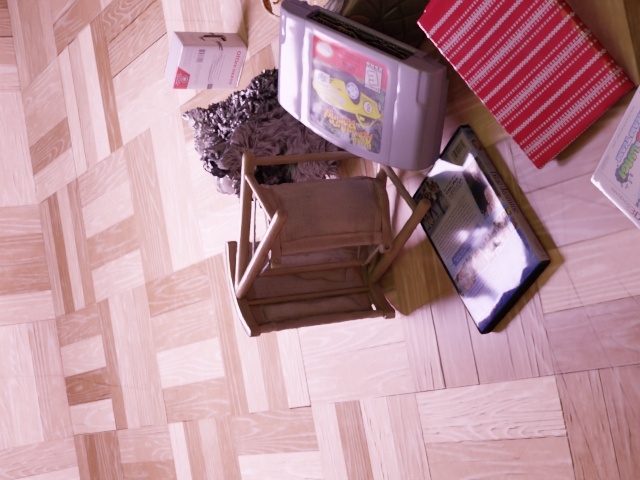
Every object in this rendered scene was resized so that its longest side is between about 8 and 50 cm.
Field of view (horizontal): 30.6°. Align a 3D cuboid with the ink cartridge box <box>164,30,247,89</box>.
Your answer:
[{"bbox_3d":[-0.221,-0.345,2.242,0.056,0.135,0.099,56,138,42],"label":"ink cartridge box"}]

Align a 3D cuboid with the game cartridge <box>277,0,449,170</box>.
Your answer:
[{"bbox_3d":[0.054,-0.224,1.742,0.294,0.060,0.196,29,140,29],"label":"game cartridge"}]

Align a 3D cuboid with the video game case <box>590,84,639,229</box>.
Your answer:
[{"bbox_3d":[0.402,-0.091,1.399,0.143,0.019,0.157,54,137,38],"label":"video game case"}]

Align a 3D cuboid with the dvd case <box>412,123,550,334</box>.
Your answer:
[{"bbox_3d":[0.224,-0.015,1.695,0.253,0.022,0.180,64,144,28],"label":"dvd case"}]

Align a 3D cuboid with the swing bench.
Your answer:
[{"bbox_3d":[0.000,0.000,1.817,0.165,0.253,0.255,-120,34,-42],"label":"swing bench"}]

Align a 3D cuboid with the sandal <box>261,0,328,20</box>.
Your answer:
[{"bbox_3d":[-0.063,-0.423,2.027,0.240,0.079,0.088,17,109,56],"label":"sandal"}]

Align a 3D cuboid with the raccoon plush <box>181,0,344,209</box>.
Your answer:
[{"bbox_3d":[-0.063,-0.254,2.038,0.446,0.216,0.299,-50,33,13],"label":"raccoon plush"}]

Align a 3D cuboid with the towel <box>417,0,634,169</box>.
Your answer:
[{"bbox_3d":[0.258,-0.250,1.515,0.275,0.031,0.199,53,140,8],"label":"towel"}]

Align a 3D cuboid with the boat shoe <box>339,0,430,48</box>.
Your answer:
[{"bbox_3d":[0.108,-0.394,1.746,0.355,0.132,0.130,115,162,-46],"label":"boat shoe"}]
